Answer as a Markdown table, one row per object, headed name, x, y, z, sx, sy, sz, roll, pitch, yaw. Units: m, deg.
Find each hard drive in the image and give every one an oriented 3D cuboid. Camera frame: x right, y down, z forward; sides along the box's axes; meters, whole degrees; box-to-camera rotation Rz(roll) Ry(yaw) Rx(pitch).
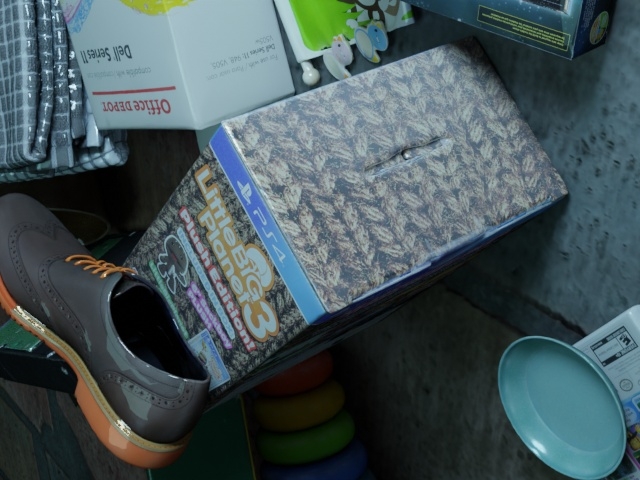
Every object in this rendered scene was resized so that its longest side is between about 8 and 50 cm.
| name | x | y | z | sx | sy | sz | roll | pitch | yaw |
| --- | --- | --- | --- | --- | --- | --- | --- | --- | --- |
| hard drive | -0.252 | 0.078 | 1.204 | 0.339 | 0.237 | 0.064 | -4 | 124 | 54 |

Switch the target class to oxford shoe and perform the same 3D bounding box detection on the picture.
| name | x | y | z | sx | sy | sz | roll | pitch | yaw |
| --- | --- | --- | --- | --- | --- | --- | --- | --- | --- |
| oxford shoe | -0.172 | 0.044 | 0.799 | 0.271 | 0.097 | 0.098 | 47 | 122 | 21 |

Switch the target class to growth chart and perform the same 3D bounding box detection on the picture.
| name | x | y | z | sx | sy | sz | roll | pitch | yaw |
| --- | --- | --- | --- | --- | --- | --- | --- | --- | --- |
| growth chart | 0.019 | -0.228 | 0.823 | 0.237 | 0.021 | 0.172 | -25 | 91 | 58 |

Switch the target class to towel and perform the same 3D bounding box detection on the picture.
| name | x | y | z | sx | sy | sz | roll | pitch | yaw |
| --- | --- | --- | --- | --- | --- | --- | --- | --- | --- |
| towel | -0.339 | -0.203 | 1.099 | 0.235 | 0.121 | 0.283 | -1 | 95 | 35 |

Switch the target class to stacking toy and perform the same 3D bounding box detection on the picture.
| name | x | y | z | sx | sy | sz | roll | pitch | yaw |
| --- | --- | --- | --- | --- | --- | --- | --- | --- | --- |
| stacking toy | -0.013 | 0.192 | 1.062 | 0.141 | 0.141 | 0.330 | 1 | 105 | 54 |

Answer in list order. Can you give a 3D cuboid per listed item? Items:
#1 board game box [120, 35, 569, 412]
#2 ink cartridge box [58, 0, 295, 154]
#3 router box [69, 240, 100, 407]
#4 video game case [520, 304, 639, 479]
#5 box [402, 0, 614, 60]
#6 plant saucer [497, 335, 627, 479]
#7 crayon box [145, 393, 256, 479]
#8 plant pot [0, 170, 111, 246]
| name | x | y | z | sx | sy | sz | roll | pitch | yaw |
| --- | --- | --- | --- | --- | --- | --- | --- | --- | --- |
| board game box | 0.000 | 0.000 | 0.803 | 0.141 | 0.232 | 0.291 | 60 | 146 | 9 |
| ink cartridge box | -0.150 | -0.218 | 0.973 | 0.207 | 0.119 | 0.353 | 7 | 117 | 52 |
| router box | -0.378 | 0.067 | 1.515 | 0.308 | 0.081 | 0.243 | 58 | 146 | 11 |
| video game case | 0.230 | 0.140 | 0.768 | 0.143 | 0.019 | 0.157 | 57 | 145 | 12 |
| box | 0.090 | -0.231 | 0.670 | 0.233 | 0.044 | 0.159 | 29 | 132 | 33 |
| plant saucer | 0.187 | 0.124 | 0.777 | 0.119 | 0.021 | 0.119 | 31 | 133 | 41 |
| crayon box | -0.122 | 0.276 | 1.097 | 0.363 | 0.106 | 0.313 | -147 | 49 | -80 |
| plant pot | -0.390 | -0.116 | 1.323 | 0.215 | 0.215 | 0.230 | -32 | 63 | 57 |
